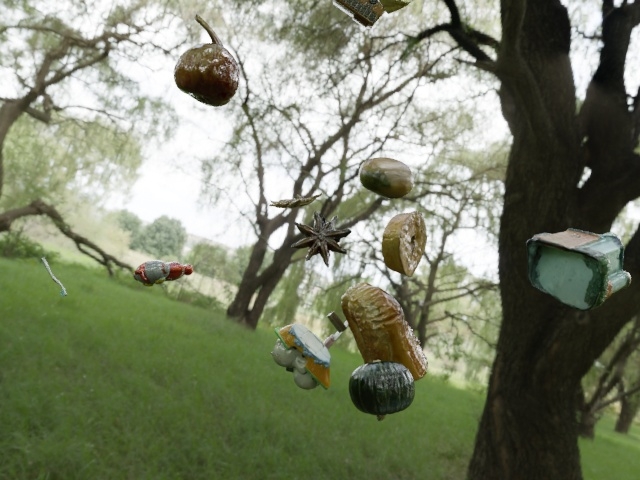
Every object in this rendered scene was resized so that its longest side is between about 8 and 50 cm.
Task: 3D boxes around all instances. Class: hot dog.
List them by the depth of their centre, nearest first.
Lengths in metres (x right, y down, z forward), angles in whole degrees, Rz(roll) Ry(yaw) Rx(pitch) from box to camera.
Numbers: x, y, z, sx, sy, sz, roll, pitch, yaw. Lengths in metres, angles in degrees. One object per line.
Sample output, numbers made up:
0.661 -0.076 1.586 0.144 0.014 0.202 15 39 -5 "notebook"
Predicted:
0.217 0.325 1.960 0.366 0.196 0.367 62 -15 -10 "hot dog"

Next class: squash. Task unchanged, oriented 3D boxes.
0.192 0.460 1.653 0.218 0.173 0.218 -19 -25 -9 "squash"

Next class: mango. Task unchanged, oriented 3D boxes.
0.198 -0.199 1.659 0.221 0.121 0.151 3 25 -42 "mango"

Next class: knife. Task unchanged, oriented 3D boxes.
0.076 0.446 2.526 0.043 0.336 0.081 32 25 -9 "knife"

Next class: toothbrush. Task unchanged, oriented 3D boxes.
-0.915 0.124 1.822 0.022 0.017 0.204 -24 53 -33 "toothbrush"

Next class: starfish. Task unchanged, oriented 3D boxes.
-0.124 -0.170 2.282 0.277 0.062 0.235 0 9 31 "starfish"

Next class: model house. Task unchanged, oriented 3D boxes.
0.817 0.061 1.603 0.290 0.185 0.253 -18 21 -23 "model house"

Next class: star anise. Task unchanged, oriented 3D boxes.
0.000 0.000 2.260 0.271 0.272 0.103 16 -24 5 "star anise"

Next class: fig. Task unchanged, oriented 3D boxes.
-0.291 -0.472 1.428 0.174 0.207 0.175 16 -11 3 "fig"

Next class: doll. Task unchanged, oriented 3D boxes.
-0.493 0.098 1.642 0.142 0.076 0.245 -15 -4 15 "doll"

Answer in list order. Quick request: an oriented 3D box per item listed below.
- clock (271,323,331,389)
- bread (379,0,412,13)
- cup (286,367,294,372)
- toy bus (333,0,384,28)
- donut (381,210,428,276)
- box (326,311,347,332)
-0.056 0.344 1.548 0.231 0.144 0.103 45 30 14 "clock"
0.236 -0.749 1.613 0.109 0.084 0.080 -3 -46 49 "bread"
-0.058 0.481 2.119 0.138 0.114 0.150 12 -18 10 "cup"
0.156 -0.935 2.108 0.200 0.114 0.098 32 7 -8 "toy bus"
0.346 0.011 2.199 0.108 0.278 0.277 4 -14 35 "donut"
0.063 0.316 2.051 0.083 0.024 0.053 55 -22 3 "box"
